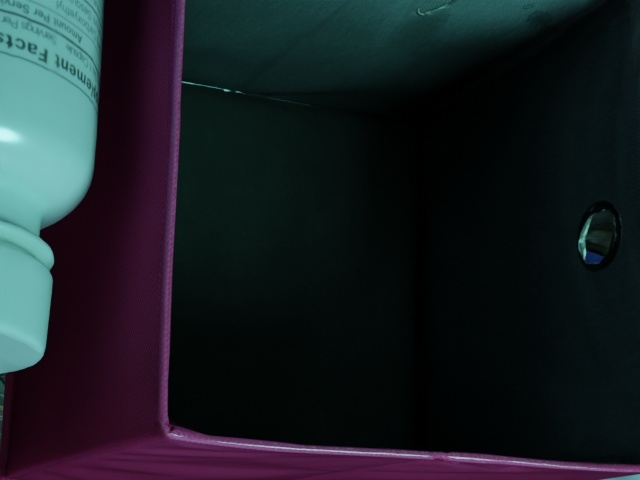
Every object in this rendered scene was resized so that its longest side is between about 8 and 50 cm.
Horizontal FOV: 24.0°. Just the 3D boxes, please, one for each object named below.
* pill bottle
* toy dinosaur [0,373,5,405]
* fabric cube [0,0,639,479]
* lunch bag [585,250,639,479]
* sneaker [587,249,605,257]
[{"bbox_3d":[-0.158,-0.066,0.626,0.131,0.229,0.131,0,161,0],"label":"pill bottle"},{"bbox_3d":[-0.219,-0.011,0.994,0.322,0.164,0.218,27,137,-18],"label":"toy dinosaur"},{"bbox_3d":[0.000,0.000,0.764,0.259,0.254,0.258,8,163,-24],"label":"fabric cube"},{"bbox_3d":[0.333,0.160,1.054,0.327,0.239,0.385,9,147,43],"label":"lunch bag"},{"bbox_3d":[0.214,0.096,1.229,0.330,0.147,0.129,12,158,-30],"label":"sneaker"}]
